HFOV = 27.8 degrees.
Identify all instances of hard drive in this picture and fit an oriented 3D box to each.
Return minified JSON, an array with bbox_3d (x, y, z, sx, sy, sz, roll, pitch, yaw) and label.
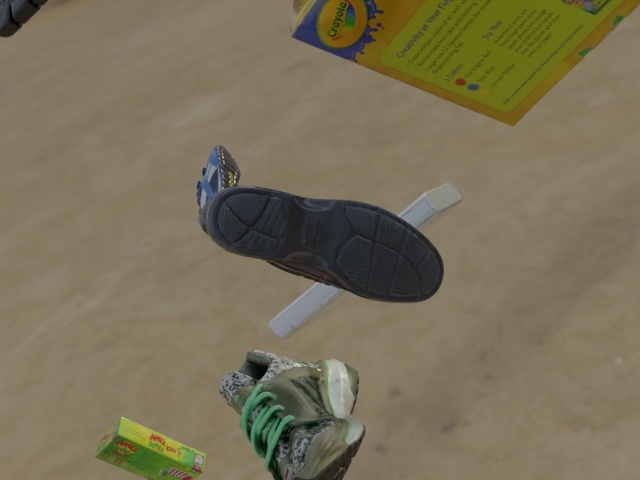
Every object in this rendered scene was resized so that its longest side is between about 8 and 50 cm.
[{"bbox_3d":[0.083,0.034,2.248,0.353,0.047,0.233,-40,-5,17],"label":"hard drive"}]

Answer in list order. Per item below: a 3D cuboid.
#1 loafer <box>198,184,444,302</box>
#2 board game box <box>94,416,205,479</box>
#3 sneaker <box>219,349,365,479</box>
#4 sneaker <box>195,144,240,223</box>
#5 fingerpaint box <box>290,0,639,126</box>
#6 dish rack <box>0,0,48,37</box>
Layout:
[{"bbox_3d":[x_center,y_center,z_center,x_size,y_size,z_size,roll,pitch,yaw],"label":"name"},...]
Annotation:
[{"bbox_3d":[0.000,0.000,1.538,0.095,0.303,0.109,180,105,-69],"label":"loafer"},{"bbox_3d":[-0.315,0.399,2.397,0.092,0.181,0.043,-44,28,37],"label":"board game box"},{"bbox_3d":[-0.055,0.245,1.679,0.410,0.182,0.158,-96,30,-79],"label":"sneaker"},{"bbox_3d":[-0.146,-0.077,1.797,0.059,0.053,0.144,-30,38,24],"label":"sneaker"},{"bbox_3d":[0.222,-0.388,1.696,0.445,0.371,0.163,-48,30,50],"label":"fingerpaint box"},{"bbox_3d":[-0.538,-0.440,2.028,0.208,0.271,0.074,-37,46,28],"label":"dish rack"}]
